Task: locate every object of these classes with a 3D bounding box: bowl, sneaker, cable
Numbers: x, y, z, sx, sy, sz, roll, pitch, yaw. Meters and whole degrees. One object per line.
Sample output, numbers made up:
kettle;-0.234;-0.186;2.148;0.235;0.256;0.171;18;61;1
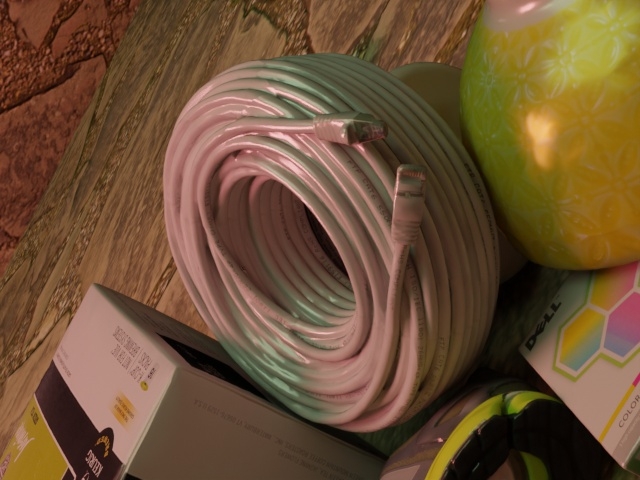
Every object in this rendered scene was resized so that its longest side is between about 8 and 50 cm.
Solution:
bowl;0.182;-0.138;0.811;0.289;0.156;0.289;-37;23;19
sneaker;0.061;0.209;0.857;0.300;0.111;0.121;-52;13;9
cable;0.000;0.000;0.883;0.257;0.257;0.089;24;42;39

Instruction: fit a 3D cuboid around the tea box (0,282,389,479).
tea box;-0.136;0.244;1.063;0.323;0.220;0.329;-61;21;-1

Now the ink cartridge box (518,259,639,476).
ink cartridge box;0.185;0.052;0.795;0.109;0.062;0.209;-58;22;11

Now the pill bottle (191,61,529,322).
pill bottle;0.018;-0.007;1.082;0.318;0.176;0.176;-28;39;54
